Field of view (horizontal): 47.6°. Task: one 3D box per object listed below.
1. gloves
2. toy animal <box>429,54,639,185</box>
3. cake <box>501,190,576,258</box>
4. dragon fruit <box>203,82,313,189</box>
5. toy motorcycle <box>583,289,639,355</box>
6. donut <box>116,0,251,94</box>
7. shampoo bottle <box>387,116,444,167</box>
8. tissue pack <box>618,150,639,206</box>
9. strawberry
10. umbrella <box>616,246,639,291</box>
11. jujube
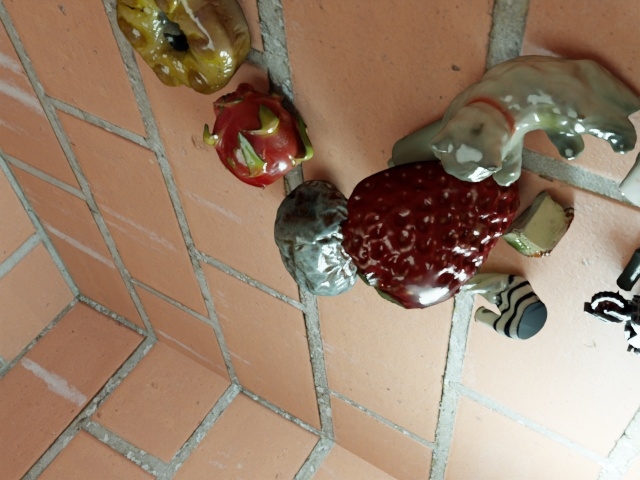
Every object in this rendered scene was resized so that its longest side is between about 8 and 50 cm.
[{"bbox_3d":[0.410,0.131,1.660,0.140,0.131,0.218,60,174,-36],"label":"gloves"},{"bbox_3d":[0.341,-0.181,1.178,0.308,0.188,0.266,31,114,17],"label":"toy animal"},{"bbox_3d":[0.442,-0.031,1.466,0.086,0.116,0.220,38,-177,6],"label":"cake"},{"bbox_3d":[-0.144,-0.241,1.663,0.224,0.224,0.227,0,130,48],"label":"dragon fruit"},{"bbox_3d":[0.633,0.167,1.480,0.215,0.080,0.122,26,143,-7],"label":"toy motorcycle"},{"bbox_3d":[-0.296,-0.470,1.560,0.299,0.150,0.317,29,148,17],"label":"donut"},{"bbox_3d":[0.222,-0.188,1.446,0.085,0.085,0.262,48,149,-15],"label":"shampoo bottle"},{"bbox_3d":[0.579,-0.111,1.061,0.201,0.124,0.271,39,166,17],"label":"tissue pack"},{"bbox_3d":[0.233,-0.023,1.427,0.345,0.295,0.317,-23,127,16],"label":"strawberry"},{"bbox_3d":[0.609,0.054,1.406,0.036,0.031,0.133,8,143,2],"label":"umbrella"},{"bbox_3d":[0.000,0.000,1.811,0.226,0.226,0.317,19,150,30],"label":"jujube"}]
